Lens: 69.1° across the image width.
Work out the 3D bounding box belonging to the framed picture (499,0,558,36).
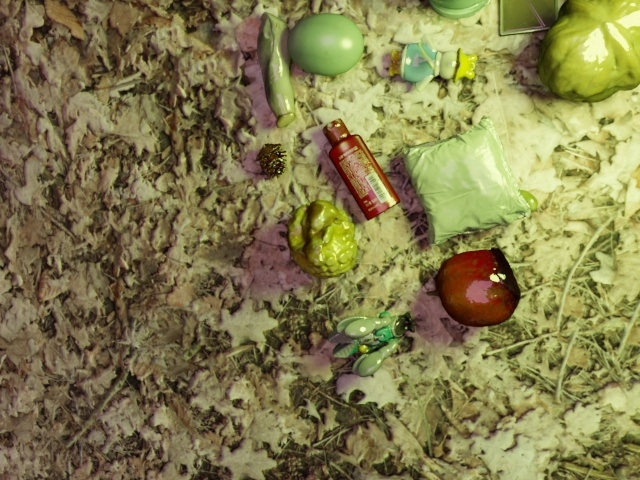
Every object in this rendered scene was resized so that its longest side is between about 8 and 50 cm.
[{"bbox_3d":[0.568,-0.672,1.270,0.150,0.015,0.203,-2,94,15],"label":"framed picture"}]

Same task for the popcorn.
[{"bbox_3d":[0.000,0.000,1.363,0.205,0.251,0.237,-12,96,9],"label":"popcorn"}]

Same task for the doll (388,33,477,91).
[{"bbox_3d":[0.314,-0.497,1.311,0.240,0.099,0.135,9,75,12],"label":"doll"}]

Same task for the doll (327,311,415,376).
[{"bbox_3d":[0.144,0.282,1.399,0.195,0.153,0.258,45,100,-7],"label":"doll"}]

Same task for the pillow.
[{"bbox_3d":[0.392,-0.160,1.299,0.283,0.138,0.310,-22,90,21],"label":"pillow"}]

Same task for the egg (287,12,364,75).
[{"bbox_3d":[0.013,-0.566,1.346,0.230,0.168,0.168,10,98,20],"label":"egg"}]

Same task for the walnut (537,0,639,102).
[{"bbox_3d":[0.677,-0.476,1.131,0.281,0.276,0.254,-11,87,26],"label":"walnut"}]

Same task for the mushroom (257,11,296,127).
[{"bbox_3d":[-0.133,-0.524,1.429,0.109,0.097,0.352,0,99,36],"label":"mushroom"}]

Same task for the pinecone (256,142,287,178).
[{"bbox_3d":[-0.154,-0.251,1.461,0.102,0.102,0.110,5,107,14],"label":"pinecone"}]

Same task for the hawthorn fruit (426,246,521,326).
[{"bbox_3d":[0.419,0.137,1.290,0.249,0.215,0.216,-7,93,14],"label":"hawthorn fruit"}]

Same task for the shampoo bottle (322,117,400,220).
[{"bbox_3d":[0.113,-0.216,1.399,0.118,0.076,0.314,-32,86,16],"label":"shampoo bottle"}]

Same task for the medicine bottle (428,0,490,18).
[{"bbox_3d":[0.362,-0.713,1.179,0.244,0.290,0.245,1,94,15],"label":"medicine bottle"}]

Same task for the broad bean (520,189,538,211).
[{"bbox_3d":[0.569,-0.111,1.309,0.083,0.045,0.063,17,110,21],"label":"broad bean"}]
